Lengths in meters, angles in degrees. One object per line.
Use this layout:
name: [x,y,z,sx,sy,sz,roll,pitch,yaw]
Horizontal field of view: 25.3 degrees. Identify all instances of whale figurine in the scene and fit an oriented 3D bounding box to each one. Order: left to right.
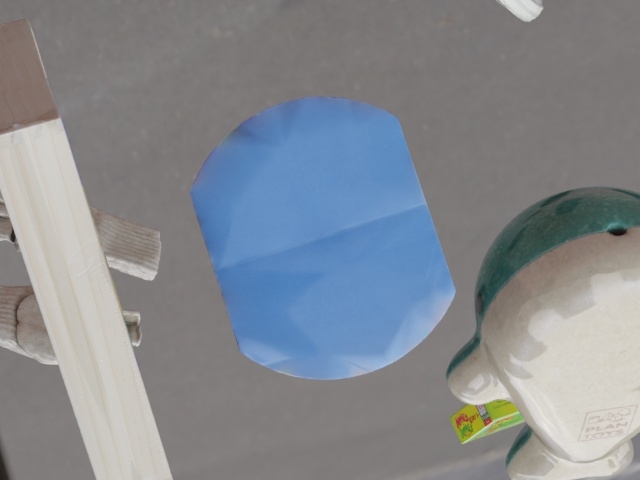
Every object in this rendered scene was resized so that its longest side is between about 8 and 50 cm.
whale figurine: [0.193,0.072,1.056,0.216,0.141,0.272,-9,138,-7]

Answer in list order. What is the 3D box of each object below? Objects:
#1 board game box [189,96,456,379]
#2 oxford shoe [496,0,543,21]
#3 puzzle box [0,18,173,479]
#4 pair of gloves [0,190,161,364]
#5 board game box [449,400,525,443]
board game box: [0.000,0.000,0.863,0.133,0.169,0.033,-18,175,-3]
oxford shoe: [0.172,-0.435,1.767,0.130,0.169,0.449,-44,129,3]
puzzle box: [-0.198,-0.008,1.093,0.052,0.272,0.409,-18,-158,-8]
pair of gloves: [-0.269,0.032,1.458,0.204,0.240,0.042,19,130,-9]
board game box: [0.281,0.228,2.015,0.181,0.043,0.092,-14,159,-32]
